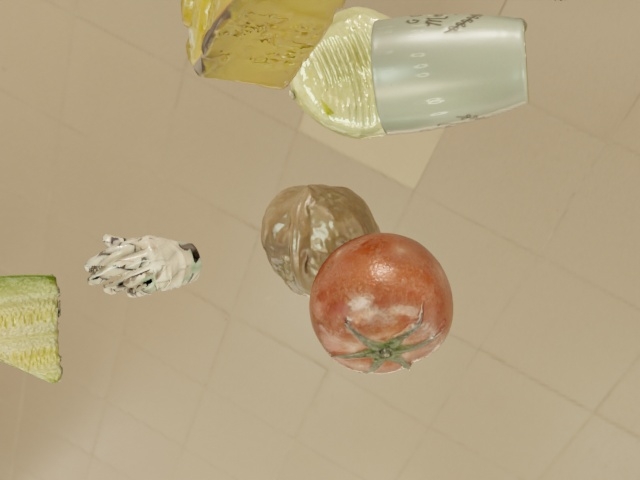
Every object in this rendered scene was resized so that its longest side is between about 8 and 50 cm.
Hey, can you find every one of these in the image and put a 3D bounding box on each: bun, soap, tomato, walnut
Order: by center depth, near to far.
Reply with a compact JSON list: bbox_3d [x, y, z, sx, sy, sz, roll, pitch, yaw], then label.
[{"bbox_3d":[-0.031,-0.233,0.540,0.080,0.160,0.258,4,107,-25],"label":"soap"},{"bbox_3d":[0.111,0.107,1.462,0.264,0.265,0.265,12,123,19],"label":"tomato"},{"bbox_3d":[0.071,-0.318,1.530,0.259,0.160,0.259,2,96,19],"label":"bun"},{"bbox_3d":[-0.002,-0.001,1.738,0.273,0.227,0.273,40,151,28],"label":"walnut"}]

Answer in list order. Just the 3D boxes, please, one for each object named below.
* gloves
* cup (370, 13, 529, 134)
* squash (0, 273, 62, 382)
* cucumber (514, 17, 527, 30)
[{"bbox_3d":[-0.343,0.043,1.529,0.111,0.212,0.128,-14,81,47],"label":"gloves"},{"bbox_3d":[0.219,-0.285,1.311,0.234,0.258,0.186,-4,108,14],"label":"cup"},{"bbox_3d":[-0.566,0.151,1.271,0.111,0.288,0.203,8,101,37],"label":"squash"},{"bbox_3d":[0.369,-0.403,1.509,0.039,0.168,0.039,5,106,17],"label":"cucumber"}]
